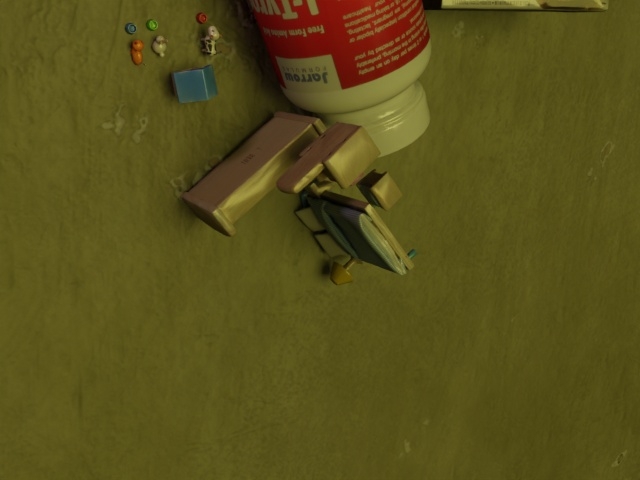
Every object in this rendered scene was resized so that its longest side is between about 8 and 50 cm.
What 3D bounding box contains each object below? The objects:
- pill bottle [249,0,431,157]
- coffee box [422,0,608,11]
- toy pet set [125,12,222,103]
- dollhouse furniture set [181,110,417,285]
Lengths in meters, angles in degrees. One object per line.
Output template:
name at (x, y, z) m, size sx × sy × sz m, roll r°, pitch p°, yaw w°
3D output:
pill bottle at (0.024, -0.326, 1.118) m, size 0.229 × 0.229 × 0.407 m, roll -36°, pitch 125°, yaw -24°
coffee box at (0.313, -0.459, 1.315) m, size 0.297 × 0.119 × 0.168 m, roll -2°, pitch 105°, yaw -14°
toy pet set at (-0.186, -0.247, 1.099) m, size 0.122 × 0.065 × 0.114 m, roll -20°, pitch 112°, yaw -30°
dollhouse furniture set at (0.000, 0.000, 1.163) m, size 0.198 × 0.286 × 0.303 m, roll -44°, pitch 118°, yaw -12°
